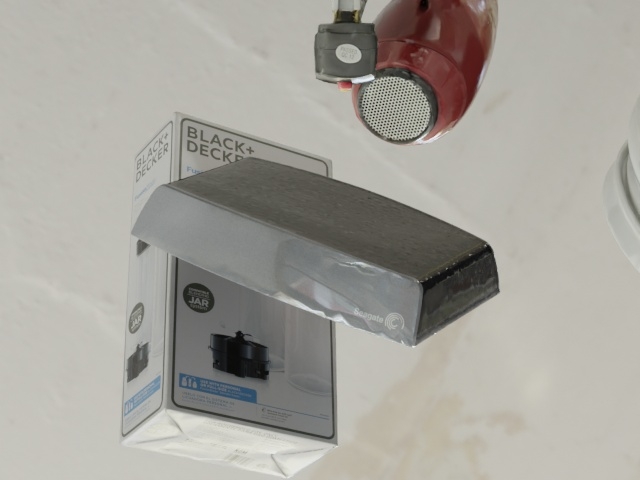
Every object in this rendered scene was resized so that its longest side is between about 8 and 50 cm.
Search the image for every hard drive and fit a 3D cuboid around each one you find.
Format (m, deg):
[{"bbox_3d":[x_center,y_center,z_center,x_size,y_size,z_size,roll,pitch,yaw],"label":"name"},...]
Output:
[{"bbox_3d":[0.000,0.000,1.189,0.172,0.254,0.054,-24,-51,-56],"label":"hard drive"}]

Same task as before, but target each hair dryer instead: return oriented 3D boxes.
[{"bbox_3d":[0.079,-0.164,0.906,0.293,0.080,0.224,28,-95,-81],"label":"hair dryer"}]

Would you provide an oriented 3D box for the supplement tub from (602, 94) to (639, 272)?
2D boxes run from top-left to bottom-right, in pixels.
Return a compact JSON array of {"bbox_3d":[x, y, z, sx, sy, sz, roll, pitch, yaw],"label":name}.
[{"bbox_3d":[0.372,-0.099,1.128,0.228,0.228,0.316,-24,-24,-42],"label":"supplement tub"}]

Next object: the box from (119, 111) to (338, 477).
[{"bbox_3d":[-0.078,0.046,1.331,0.169,0.290,0.087,17,-35,-26],"label":"box"}]
